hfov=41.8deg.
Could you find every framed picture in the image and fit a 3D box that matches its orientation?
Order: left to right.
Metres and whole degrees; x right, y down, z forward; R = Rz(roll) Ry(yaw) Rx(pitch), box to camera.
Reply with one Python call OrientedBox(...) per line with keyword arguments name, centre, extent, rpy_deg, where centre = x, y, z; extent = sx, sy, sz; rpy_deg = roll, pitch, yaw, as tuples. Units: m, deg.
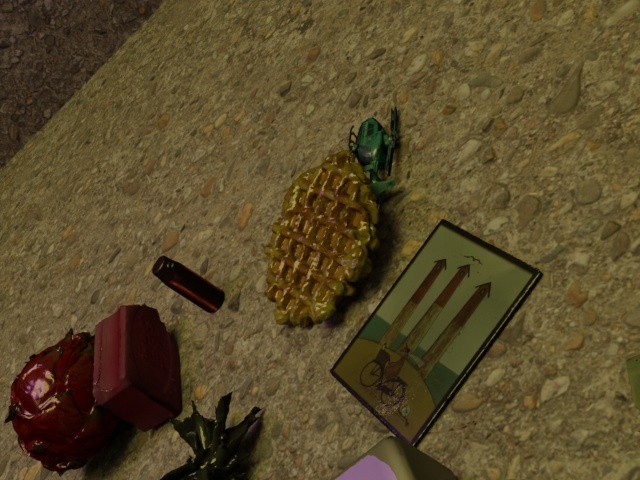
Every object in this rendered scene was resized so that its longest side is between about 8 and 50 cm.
OrientedBox(name="framed picture", centre=(0.170, 0.135, 1.315), extent=(0.324, 0.013, 0.244), rpy_deg=(-54, 37, -1))

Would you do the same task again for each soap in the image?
OrientedBox(name="soap", centre=(-0.374, 0.241, 1.690), extent=(0.099, 0.162, 0.250), rpy_deg=(-38, 39, 19))

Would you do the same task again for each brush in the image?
OrientedBox(name="brush", centre=(0.390, 0.212, 0.997), extent=(0.033, 0.030, 0.179), rpy_deg=(-36, 39, 37))

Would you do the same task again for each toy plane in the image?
OrientedBox(name="toy plane", centre=(0.106, -0.166, 1.604), extent=(0.096, 0.060, 0.235), rpy_deg=(-15, 45, 23))

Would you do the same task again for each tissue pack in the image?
OrientedBox(name="tissue pack", centre=(0.067, 0.396, 1.088), extent=(0.246, 0.159, 0.136), rpy_deg=(-43, 35, 15))

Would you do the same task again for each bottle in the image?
OrientedBox(name="bottle", centre=(-0.270, 0.087, 1.704), extent=(0.060, 0.164, 0.060), rpy_deg=(-28, 42, 29))

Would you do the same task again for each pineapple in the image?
OrientedBox(name="pineapple", centre=(-0.201, 0.419, 1.379), extent=(0.165, 0.165, 0.365), rpy_deg=(-24, 38, 33))

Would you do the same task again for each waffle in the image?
OrientedBox(name="waffle", centre=(0.000, 0.000, 1.525), extent=(0.302, 0.068, 0.325), rpy_deg=(-38, 48, 36))

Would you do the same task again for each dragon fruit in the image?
OrientedBox(name="dragon fruit", centre=(-0.515, 0.321, 1.710), extent=(0.244, 0.244, 0.299), rpy_deg=(-24, 53, 33))
